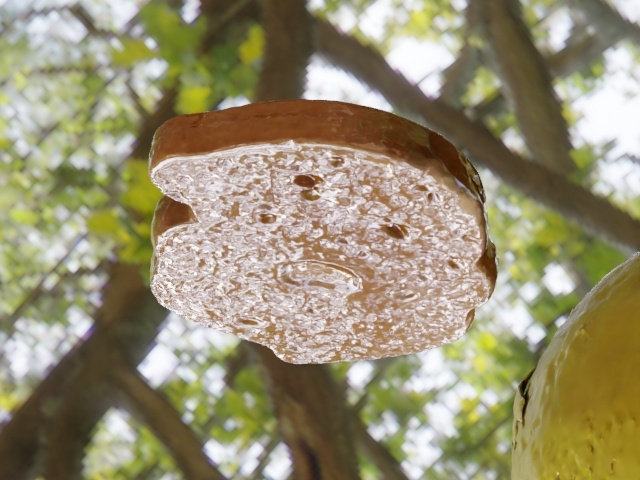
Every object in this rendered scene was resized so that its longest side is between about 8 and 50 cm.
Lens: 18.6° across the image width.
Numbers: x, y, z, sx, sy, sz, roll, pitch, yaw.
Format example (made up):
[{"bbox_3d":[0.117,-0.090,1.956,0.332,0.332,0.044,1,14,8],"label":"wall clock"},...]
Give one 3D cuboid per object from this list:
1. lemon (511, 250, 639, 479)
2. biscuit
[{"bbox_3d":[0.151,0.077,0.672,0.206,0.173,0.173,-25,-140,47],"label":"lemon"},{"bbox_3d":[0.000,0.000,0.553,0.102,0.130,0.019,3,-120,5],"label":"biscuit"}]
